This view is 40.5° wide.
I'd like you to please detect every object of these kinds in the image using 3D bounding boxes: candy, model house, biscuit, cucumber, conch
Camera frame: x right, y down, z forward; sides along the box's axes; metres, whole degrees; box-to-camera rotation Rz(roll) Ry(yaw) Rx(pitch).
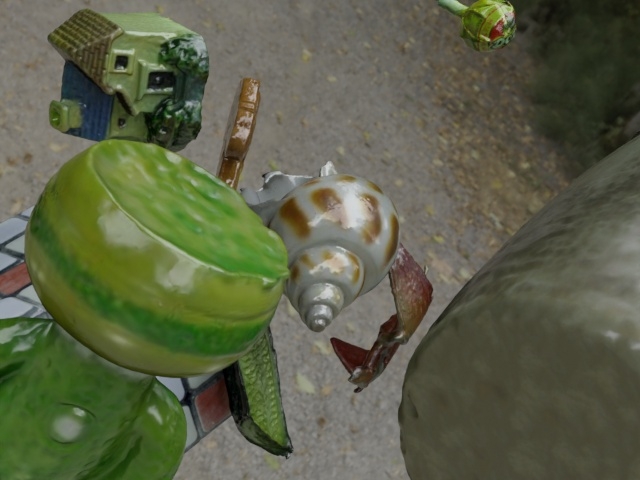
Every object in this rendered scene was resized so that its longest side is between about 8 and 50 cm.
[{"bbox_3d":[0.139,-0.271,0.980,0.194,0.062,0.058,39,-8,31],"label":"candy"},{"bbox_3d":[-0.300,-0.226,1.293,0.189,0.214,0.195,-4,31,-38],"label":"model house"},{"bbox_3d":[-0.130,-0.167,1.381,0.044,0.186,0.295,18,32,-11],"label":"biscuit"},{"bbox_3d":[-0.079,0.149,0.953,0.070,0.046,0.220,-28,109,-63],"label":"cucumber"},{"bbox_3d":[0.000,0.001,0.977,0.275,0.183,0.149,-67,143,-73],"label":"conch"}]

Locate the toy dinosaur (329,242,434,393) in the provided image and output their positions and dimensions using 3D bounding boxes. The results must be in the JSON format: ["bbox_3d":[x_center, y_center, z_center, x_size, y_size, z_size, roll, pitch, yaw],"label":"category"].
[{"bbox_3d":[0.073,0.106,1.190,0.113,0.206,0.327,34,-3,8],"label":"toy dinosaur"}]

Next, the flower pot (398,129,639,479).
[{"bbox_3d":[0.230,0.083,0.541,0.330,0.293,0.293,-28,70,-40],"label":"flower pot"}]

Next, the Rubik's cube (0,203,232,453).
[{"bbox_3d":[-0.283,0.124,0.964,0.253,0.256,0.259,11,36,39],"label":"Rubik's cube"}]

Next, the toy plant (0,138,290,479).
[{"bbox_3d":[-0.177,0.092,0.661,0.224,0.316,0.184,25,23,-21],"label":"toy plant"}]
